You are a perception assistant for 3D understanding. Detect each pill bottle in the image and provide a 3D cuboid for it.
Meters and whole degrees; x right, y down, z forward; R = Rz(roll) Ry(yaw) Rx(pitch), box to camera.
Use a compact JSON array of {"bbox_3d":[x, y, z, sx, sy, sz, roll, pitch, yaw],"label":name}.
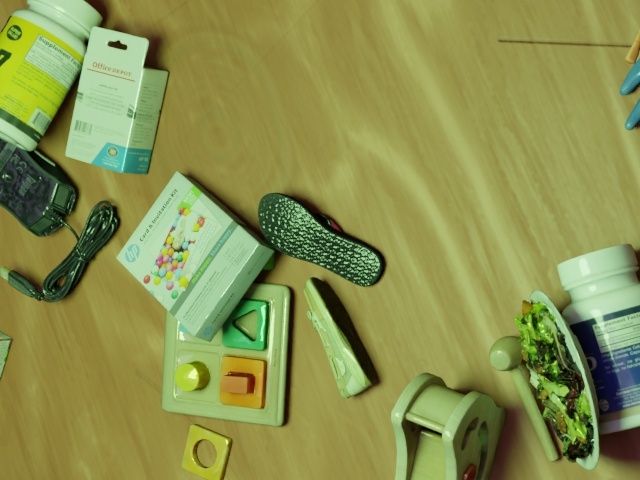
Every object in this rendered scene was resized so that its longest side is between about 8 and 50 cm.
[{"bbox_3d":[-0.388,-0.236,1.735,0.119,0.119,0.208,25,81,27],"label":"pill bottle"},{"bbox_3d":[0.320,0.104,1.375,0.112,0.112,0.186,-20,80,27],"label":"pill bottle"}]

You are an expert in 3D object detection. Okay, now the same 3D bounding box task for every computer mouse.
[{"bbox_3d":[-0.413,-0.034,1.810,0.262,0.060,0.184,34,102,12],"label":"computer mouse"}]

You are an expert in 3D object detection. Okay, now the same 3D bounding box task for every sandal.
[{"bbox_3d":[0.000,0.000,1.598,0.179,0.040,0.067,30,110,11],"label":"sandal"}]

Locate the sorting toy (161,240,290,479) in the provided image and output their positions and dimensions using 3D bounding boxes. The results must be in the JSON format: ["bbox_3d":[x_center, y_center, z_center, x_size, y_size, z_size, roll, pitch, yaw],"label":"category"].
[{"bbox_3d":[-0.131,0.144,1.659,0.196,0.047,0.347,4,92,29],"label":"sorting toy"}]

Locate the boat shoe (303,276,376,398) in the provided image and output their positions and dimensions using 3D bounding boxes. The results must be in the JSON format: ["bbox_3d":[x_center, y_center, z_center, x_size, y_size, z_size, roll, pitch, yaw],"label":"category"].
[{"bbox_3d":[0.014,0.118,1.577,0.048,0.056,0.153,-32,82,20],"label":"boat shoe"}]

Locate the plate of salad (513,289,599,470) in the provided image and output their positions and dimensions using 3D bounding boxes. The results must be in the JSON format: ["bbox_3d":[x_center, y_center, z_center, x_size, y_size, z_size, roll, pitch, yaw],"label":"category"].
[{"bbox_3d":[0.249,0.151,1.376,0.048,0.200,0.199,-15,82,-6],"label":"plate of salad"}]

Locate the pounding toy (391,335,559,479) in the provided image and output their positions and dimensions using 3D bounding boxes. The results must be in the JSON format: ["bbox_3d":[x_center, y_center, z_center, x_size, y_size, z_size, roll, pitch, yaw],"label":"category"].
[{"bbox_3d":[0.167,0.241,1.435,0.155,0.154,0.269,18,99,28],"label":"pounding toy"}]

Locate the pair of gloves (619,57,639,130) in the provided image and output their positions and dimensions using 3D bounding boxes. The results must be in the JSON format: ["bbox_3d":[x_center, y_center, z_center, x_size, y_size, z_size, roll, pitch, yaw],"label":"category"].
[{"bbox_3d":[0.424,-0.161,1.370,0.198,0.023,0.159,27,103,27],"label":"pair of gloves"}]

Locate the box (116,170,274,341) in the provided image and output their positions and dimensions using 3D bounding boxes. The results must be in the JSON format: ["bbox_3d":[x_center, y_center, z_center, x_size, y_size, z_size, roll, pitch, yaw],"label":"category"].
[{"bbox_3d":[-0.163,0.018,1.647,0.186,0.038,0.145,41,98,37],"label":"box"}]

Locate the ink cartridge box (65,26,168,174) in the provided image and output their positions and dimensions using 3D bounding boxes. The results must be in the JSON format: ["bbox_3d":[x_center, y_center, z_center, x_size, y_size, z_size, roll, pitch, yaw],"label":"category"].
[{"bbox_3d":[-0.270,-0.187,1.727,0.104,0.060,0.180,18,99,28],"label":"ink cartridge box"}]

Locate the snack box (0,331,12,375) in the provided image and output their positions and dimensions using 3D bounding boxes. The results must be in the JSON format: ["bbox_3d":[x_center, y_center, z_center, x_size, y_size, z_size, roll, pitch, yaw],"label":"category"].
[{"bbox_3d":[-0.525,0.161,1.880,0.141,0.037,0.100,25,101,27],"label":"snack box"}]

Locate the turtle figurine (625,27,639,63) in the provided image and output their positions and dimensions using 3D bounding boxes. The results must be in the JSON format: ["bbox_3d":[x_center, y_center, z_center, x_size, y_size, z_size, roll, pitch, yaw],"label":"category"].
[{"bbox_3d":[0.435,-0.226,1.300,0.217,0.087,0.269,30,62,16],"label":"turtle figurine"}]
